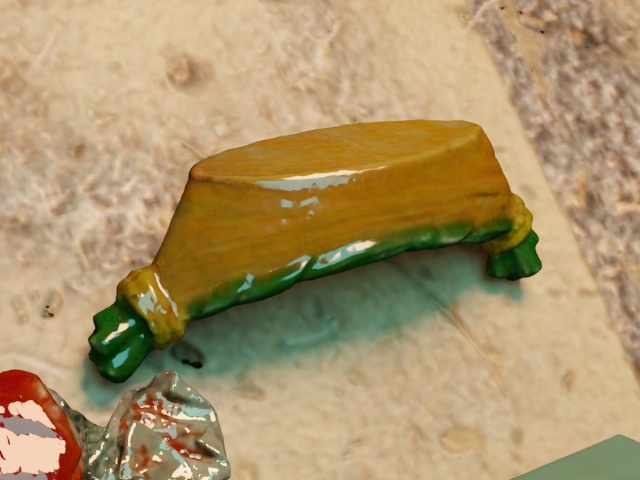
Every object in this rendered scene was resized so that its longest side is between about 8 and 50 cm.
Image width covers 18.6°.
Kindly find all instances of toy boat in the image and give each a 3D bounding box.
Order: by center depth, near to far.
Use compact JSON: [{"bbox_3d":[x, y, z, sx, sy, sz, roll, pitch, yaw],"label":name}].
[{"bbox_3d":[0.000,0.000,0.886,0.229,0.089,0.088,-12,111,-22],"label":"toy boat"}]

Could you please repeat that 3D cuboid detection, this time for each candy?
[{"bbox_3d":[-0.172,0.112,0.785,0.292,0.059,0.086,-19,75,-25],"label":"candy"}]

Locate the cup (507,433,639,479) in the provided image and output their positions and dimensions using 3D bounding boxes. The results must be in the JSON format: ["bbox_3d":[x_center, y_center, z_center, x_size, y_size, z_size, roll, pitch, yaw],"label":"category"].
[{"bbox_3d":[0.051,0.180,0.789,0.236,0.148,0.134,-15,100,-22],"label":"cup"}]
